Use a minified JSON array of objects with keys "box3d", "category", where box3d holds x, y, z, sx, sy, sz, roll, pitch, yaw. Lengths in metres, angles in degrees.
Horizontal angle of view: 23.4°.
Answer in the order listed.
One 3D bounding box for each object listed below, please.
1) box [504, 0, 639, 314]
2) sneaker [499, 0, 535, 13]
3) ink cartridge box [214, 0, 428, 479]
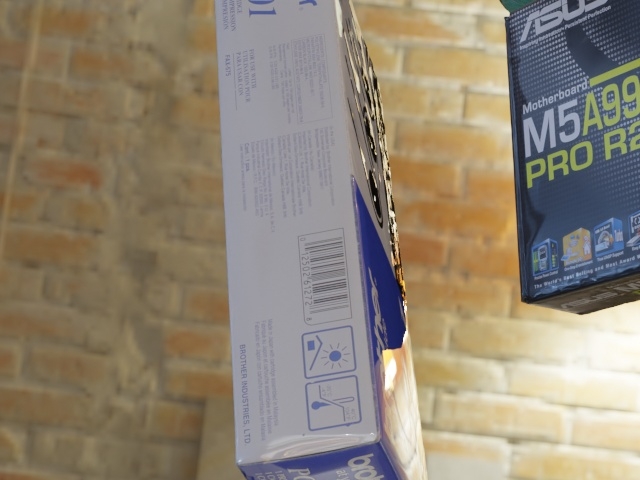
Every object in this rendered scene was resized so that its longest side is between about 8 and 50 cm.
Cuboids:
[{"box3d":[0.236,-0.084,0.981,0.060,0.216,0.270,11,-20,-37],"category":"box"},{"box3d":[0.223,-0.272,1.404,0.083,0.098,0.223,31,-15,6],"category":"sneaker"},{"box3d":[0.000,0.000,0.529,0.046,0.207,0.097,-11,-34,9],"category":"ink cartridge box"}]
